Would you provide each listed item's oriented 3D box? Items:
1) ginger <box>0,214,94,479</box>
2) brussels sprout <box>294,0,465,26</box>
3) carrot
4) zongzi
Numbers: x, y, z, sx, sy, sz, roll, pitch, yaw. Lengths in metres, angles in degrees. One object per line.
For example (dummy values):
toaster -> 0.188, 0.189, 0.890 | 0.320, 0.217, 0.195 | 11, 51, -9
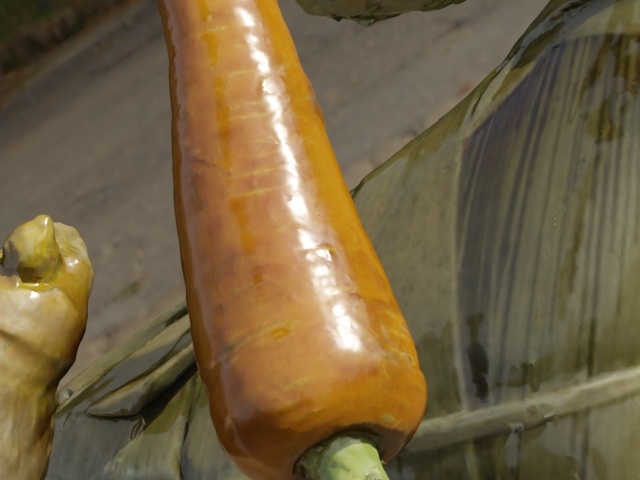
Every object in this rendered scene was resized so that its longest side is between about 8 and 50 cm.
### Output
ginger -> -0.165, 0.132, 0.614 | 0.166, 0.080, 0.333 | 95, -164, -51
brussels sprout -> 0.041, -0.216, 1.098 | 0.151, 0.122, 0.149 | -11, -28, -14
carrot -> -0.026, -0.036, 0.509 | 0.061, 0.257, 0.061 | -15, -20, -6
zongzi -> 0.008, -0.002, 0.942 | 0.500, 0.467, 0.218 | 0, 3, 20
